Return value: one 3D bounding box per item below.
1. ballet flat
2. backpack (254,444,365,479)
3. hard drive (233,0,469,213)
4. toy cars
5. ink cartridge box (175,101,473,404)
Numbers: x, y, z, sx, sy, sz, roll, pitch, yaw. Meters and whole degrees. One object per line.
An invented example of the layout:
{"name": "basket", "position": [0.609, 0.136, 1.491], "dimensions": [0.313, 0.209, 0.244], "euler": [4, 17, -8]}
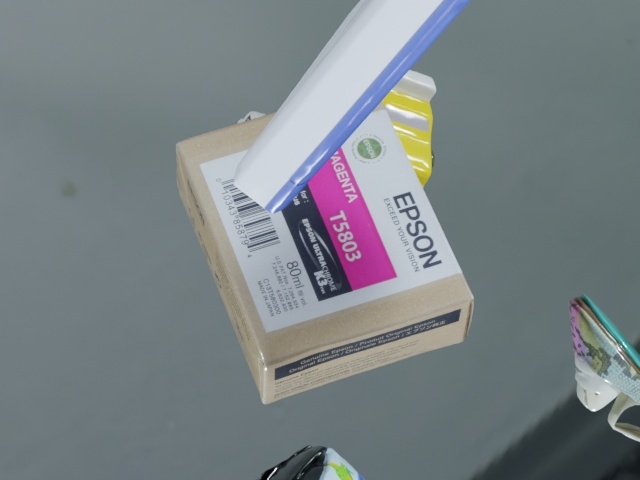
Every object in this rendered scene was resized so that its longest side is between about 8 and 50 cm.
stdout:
{"name": "ballet flat", "position": [0.291, 0.140, 1.773], "dimensions": [0.221, 0.077, 0.079], "euler": [39, 105, -25]}
{"name": "backpack", "position": [-0.043, 0.404, 2.155], "dimensions": [0.273, 0.290, 0.355], "euler": [27, 49, -20]}
{"name": "hard drive", "position": [0.079, -0.169, 1.055], "dimensions": [0.040, 0.318, 0.210], "euler": [38, 43, -5]}
{"name": "toy cars", "position": [0.027, -0.102, 1.891], "dimensions": [0.087, 0.176, 0.394], "euler": [-51, 175, 36]}
{"name": "ink cartridge box", "position": [0.000, 0.000, 1.650], "dimensions": [0.193, 0.234, 0.088], "euler": [-18, 154, -11]}
